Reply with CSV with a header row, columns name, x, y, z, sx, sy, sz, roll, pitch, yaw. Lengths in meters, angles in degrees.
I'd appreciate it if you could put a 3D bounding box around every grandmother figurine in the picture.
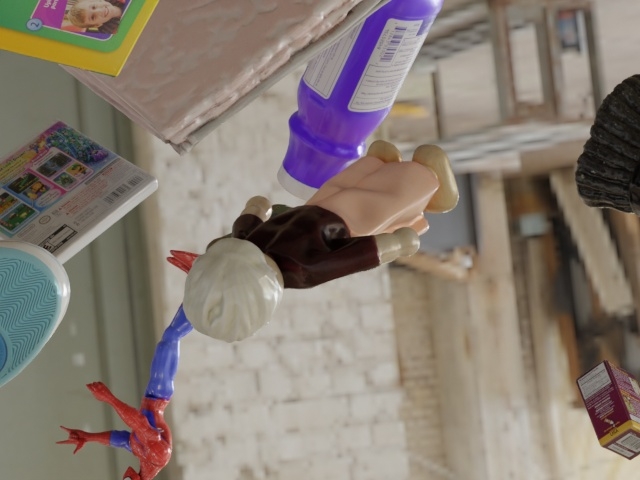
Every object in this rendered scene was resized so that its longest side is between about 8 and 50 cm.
name,x,y,z,sx,sy,sz,roll,pitch,yaw
grandmother figurine,0.000,0.000,1.531,0.207,0.104,0.342,-2,-159,42

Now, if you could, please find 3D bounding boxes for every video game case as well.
name,x,y,z,sx,sy,sz,roll,pitch,yaw
video game case,-0.265,-0.046,1.583,0.143,0.019,0.157,30,-127,26

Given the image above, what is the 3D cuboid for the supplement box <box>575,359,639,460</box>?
name,x,y,z,sx,sy,sz,roll,pitch,yaw
supplement box,0.297,0.169,1.601,0.043,0.083,0.055,-39,135,26

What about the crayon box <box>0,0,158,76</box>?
name,x,y,z,sx,sy,sz,roll,pitch,yaw
crayon box,-0.159,-0.247,1.047,0.165,0.081,0.278,11,131,-31

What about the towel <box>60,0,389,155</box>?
name,x,y,z,sx,sy,sz,roll,pitch,yaw
towel,-0.093,-0.246,1.586,0.332,0.053,0.317,-38,-137,-11

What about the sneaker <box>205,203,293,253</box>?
name,x,y,z,sx,sy,sz,roll,pitch,yaw
sneaker,-0.065,-0.007,2.122,0.192,0.086,0.064,-2,144,-18

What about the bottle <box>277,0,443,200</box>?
name,x,y,z,sx,sy,sz,roll,pitch,yaw
bottle,0.035,-0.173,1.753,0.092,0.283,0.118,38,-149,22

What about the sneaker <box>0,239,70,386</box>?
name,x,y,z,sx,sy,sz,roll,pitch,yaw
sneaker,-0.324,0.073,1.370,0.319,0.127,0.208,-30,-171,18

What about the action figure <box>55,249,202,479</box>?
name,x,y,z,sx,sy,sz,roll,pitch,yaw
action figure,-0.212,0.148,1.778,0.139,0.280,0.091,10,170,-6

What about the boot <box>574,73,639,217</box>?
name,x,y,z,sx,sy,sz,roll,pitch,yaw
boot,0.391,-0.024,1.804,0.260,0.348,0.131,21,149,29
